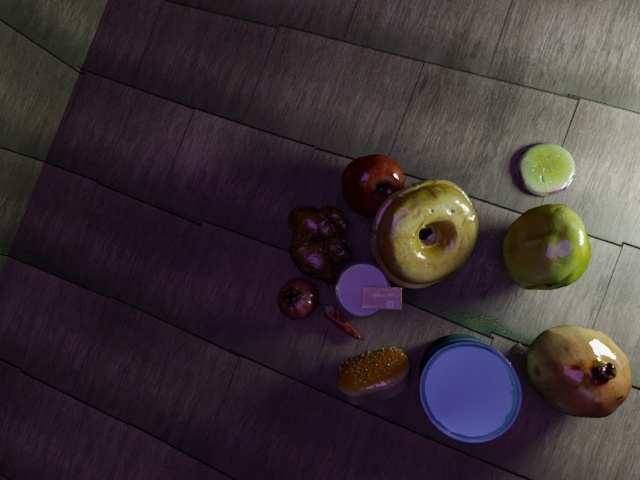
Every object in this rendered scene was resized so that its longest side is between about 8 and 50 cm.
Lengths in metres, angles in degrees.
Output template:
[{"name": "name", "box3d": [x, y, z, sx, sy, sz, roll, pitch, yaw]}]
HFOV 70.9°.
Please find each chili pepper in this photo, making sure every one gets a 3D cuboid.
[{"name": "chili pepper", "box3d": [0.079, 0.342, 1.915, 0.268, 0.059, 0.051, 39, 131, 10]}]

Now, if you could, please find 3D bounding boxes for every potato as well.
[{"name": "potato", "box3d": [0.781, 0.452, 1.758, 0.037, 0.036, 0.093, -14, 82, 7]}]

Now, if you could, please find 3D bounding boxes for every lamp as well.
[{"name": "lamp", "box3d": [-0.094, 0.252, 1.920, 0.181, 0.140, 0.182, -8, 65, 19]}]

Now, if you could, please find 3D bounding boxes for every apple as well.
[{"name": "apple", "box3d": [0.214, -0.223, 1.851, 0.260, 0.216, 0.261, -4, 104, -15]}]

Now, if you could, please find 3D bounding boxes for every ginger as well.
[{"name": "ginger", "box3d": [-0.002, 0.011, 1.908, 0.274, 0.152, 0.358, -4, 81, 17]}]

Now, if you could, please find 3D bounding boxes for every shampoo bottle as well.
[{"name": "shampoo bottle", "box3d": [0.527, 0.520, 1.647, 0.330, 0.342, 0.332, -1, 83, 12]}]

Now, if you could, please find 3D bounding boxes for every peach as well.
[{"name": "peach", "box3d": [0.840, 0.031, 1.670, 0.314, 0.281, 0.316, -28, 44, 42]}]

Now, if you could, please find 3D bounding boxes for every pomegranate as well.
[{"name": "pomegranate", "box3d": [0.914, 0.461, 1.585, 0.337, 0.338, 0.339, -1, 83, 12]}]

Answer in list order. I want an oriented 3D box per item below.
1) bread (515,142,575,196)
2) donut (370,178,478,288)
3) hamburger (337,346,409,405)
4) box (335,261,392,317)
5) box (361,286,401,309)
[{"name": "bread", "box3d": [0.910, -0.288, 1.817, 0.228, 0.033, 0.229, -1, 85, 11]}, {"name": "donut", "box3d": [0.407, -0.022, 1.751, 0.448, 0.198, 0.450, -3, 104, -10]}, {"name": "hamburger", "box3d": [0.209, 0.531, 1.778, 0.295, 0.227, 0.152, -16, 104, 7]}, {"name": "box", "box3d": [0.181, 0.204, 1.855, 0.225, 0.149, 0.226, -2, 83, 12]}, {"name": "box", "box3d": [0.238, 0.225, 1.750, 0.156, 0.022, 0.089, -2, 84, 12]}]
